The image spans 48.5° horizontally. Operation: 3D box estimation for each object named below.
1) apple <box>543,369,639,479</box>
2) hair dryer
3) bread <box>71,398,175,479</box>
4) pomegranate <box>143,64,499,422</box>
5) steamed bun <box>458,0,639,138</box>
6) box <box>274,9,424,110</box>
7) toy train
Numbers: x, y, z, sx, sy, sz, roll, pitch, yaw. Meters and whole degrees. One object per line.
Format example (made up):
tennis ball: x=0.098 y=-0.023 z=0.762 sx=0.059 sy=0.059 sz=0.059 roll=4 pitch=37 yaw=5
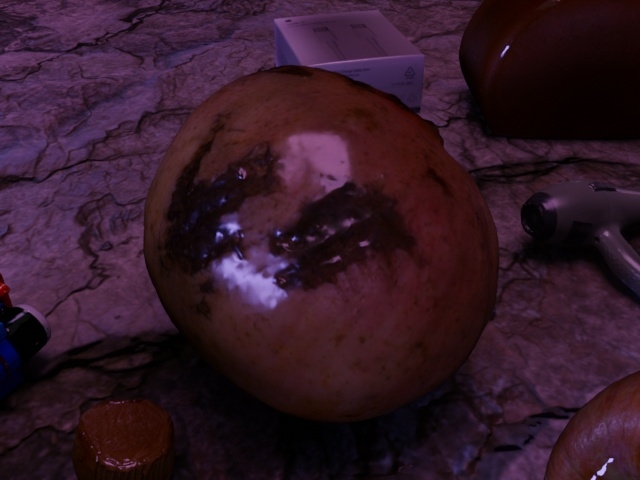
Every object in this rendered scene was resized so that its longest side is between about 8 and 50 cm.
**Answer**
apple: x=0.252 y=0.180 z=0.445 sx=0.188 sy=0.211 sz=0.211 roll=12 pitch=27 yaw=-31
hair dryer: x=0.375 y=-0.004 z=0.832 sx=0.219 sy=0.088 sz=0.225 roll=-24 pitch=55 yaw=-36
bread: x=-0.159 y=0.173 z=0.580 sx=0.085 sy=0.053 sz=0.085 roll=10 pitch=29 yaw=-6
pomegranate: x=0.000 y=0.000 z=0.625 sx=0.322 sy=0.322 sz=0.322 roll=0 pitch=35 yaw=0
steamed bun: x=0.419 y=-0.312 z=1.107 sx=0.379 sy=0.248 sz=0.235 roll=-1 pitch=34 yaw=0
box: x=0.041 y=-0.306 z=1.225 sx=0.203 sy=0.106 sz=0.252 roll=-9 pitch=35 yaw=-10
toy train: x=-0.331 y=0.123 z=0.625 sx=0.131 sy=0.083 sz=0.204 roll=16 pitch=40 yaw=21
